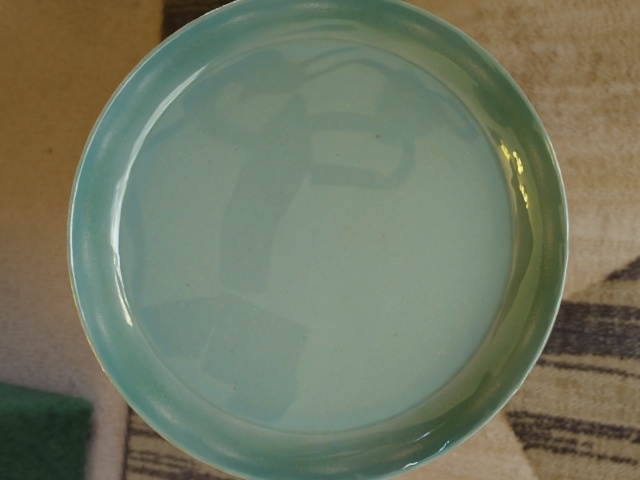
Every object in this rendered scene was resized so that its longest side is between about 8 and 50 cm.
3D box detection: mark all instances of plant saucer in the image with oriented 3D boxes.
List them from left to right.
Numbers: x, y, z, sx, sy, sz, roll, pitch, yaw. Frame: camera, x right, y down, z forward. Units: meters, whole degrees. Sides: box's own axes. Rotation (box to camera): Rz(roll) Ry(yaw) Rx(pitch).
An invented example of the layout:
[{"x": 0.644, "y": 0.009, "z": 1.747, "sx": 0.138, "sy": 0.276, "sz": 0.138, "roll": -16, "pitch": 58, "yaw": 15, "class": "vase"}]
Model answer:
[{"x": 0.000, "y": 0.000, "z": 0.657, "sx": 0.318, "sy": 0.044, "sz": 0.317, "roll": 0, "pitch": 94, "yaw": -6, "class": "plant saucer"}]
